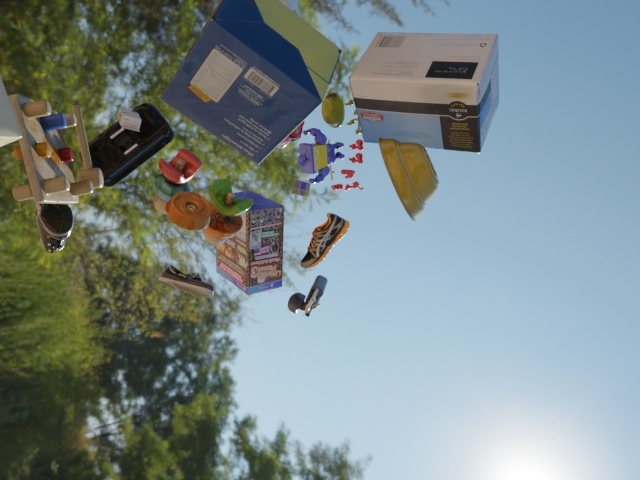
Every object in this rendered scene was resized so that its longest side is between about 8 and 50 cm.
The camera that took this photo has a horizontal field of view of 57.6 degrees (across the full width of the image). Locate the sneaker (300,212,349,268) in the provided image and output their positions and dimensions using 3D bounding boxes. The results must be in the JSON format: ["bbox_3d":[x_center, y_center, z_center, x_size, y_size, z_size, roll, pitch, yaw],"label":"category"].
[{"bbox_3d":[0.000,0.000,1.909,0.215,0.083,0.084,-51,-162,2],"label":"sneaker"}]

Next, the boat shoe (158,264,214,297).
[{"bbox_3d":[-0.371,0.109,1.637,0.206,0.075,0.065,9,-118,36],"label":"boat shoe"}]

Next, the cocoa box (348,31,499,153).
[{"bbox_3d":[0.291,-0.406,1.589,0.347,0.231,0.228,10,-36,25],"label":"cocoa box"}]

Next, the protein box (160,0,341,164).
[{"bbox_3d":[-0.113,-0.267,0.942,0.201,0.200,0.136,-34,-149,48],"label":"protein box"}]

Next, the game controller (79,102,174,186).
[{"bbox_3d":[-0.671,-0.331,2.024,0.166,0.319,0.067,53,-8,-19],"label":"game controller"}]

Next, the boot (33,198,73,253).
[{"bbox_3d":[-0.774,-0.029,1.704,0.236,0.085,0.178,44,-42,38],"label":"boot"}]

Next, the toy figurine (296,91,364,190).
[{"bbox_3d":[0.012,-0.327,2.075,0.191,0.217,0.362,23,-56,47],"label":"toy figurine"}]

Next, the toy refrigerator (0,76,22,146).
[{"bbox_3d":[-0.642,-0.295,1.025,0.094,0.102,0.269,-34,107,-75],"label":"toy refrigerator"}]

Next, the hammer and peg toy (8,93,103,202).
[{"bbox_3d":[-0.685,-0.224,1.493,0.361,0.127,0.266,-141,-141,-84],"label":"hammer and peg toy"}]

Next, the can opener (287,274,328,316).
[{"bbox_3d":[-0.031,0.172,1.897,0.093,0.280,0.074,30,-75,4],"label":"can opener"}]

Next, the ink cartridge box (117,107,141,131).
[{"bbox_3d":[-0.486,-0.307,1.482,0.083,0.048,0.028,50,-56,51],"label":"ink cartridge box"}]

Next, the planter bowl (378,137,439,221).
[{"bbox_3d":[0.222,-0.161,1.377,0.090,0.217,0.217,-22,-105,17],"label":"planter bowl"}]

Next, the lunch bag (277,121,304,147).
[{"bbox_3d":[-0.152,-0.455,1.954,0.120,0.258,0.293,-30,-137,35],"label":"lunch bag"}]

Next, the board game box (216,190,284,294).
[{"bbox_3d":[-0.244,0.001,1.984,0.232,0.141,0.291,27,-59,49],"label":"board game box"}]

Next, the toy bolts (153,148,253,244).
[{"bbox_3d":[-0.309,-0.072,1.338,0.228,0.218,0.158,41,-52,12],"label":"toy bolts"}]

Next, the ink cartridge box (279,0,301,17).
[{"bbox_3d":[-0.133,-0.746,1.802,0.160,0.092,0.219,51,23,-46],"label":"ink cartridge box"}]

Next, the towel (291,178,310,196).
[{"bbox_3d":[-0.077,-0.210,2.350,0.009,0.083,0.060,13,-88,54],"label":"towel"}]
